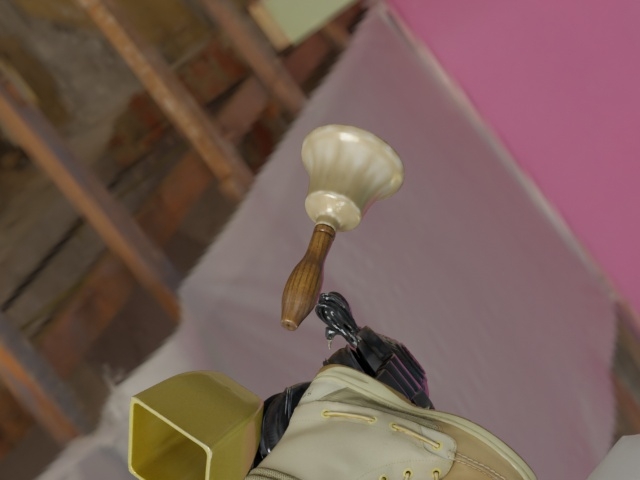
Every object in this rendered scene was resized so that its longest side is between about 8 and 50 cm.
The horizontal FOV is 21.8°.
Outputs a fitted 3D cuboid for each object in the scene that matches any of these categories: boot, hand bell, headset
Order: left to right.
[{"bbox_3d":[0.000,0.000,1.851,0.126,0.126,0.242,44,-130,-27],"label":"hand bell"},{"bbox_3d":[0.009,0.181,1.979,0.185,0.243,0.394,52,-157,-1],"label":"headset"},{"bbox_3d":[0.063,0.249,1.633,0.262,0.095,0.203,26,-132,16],"label":"boot"}]

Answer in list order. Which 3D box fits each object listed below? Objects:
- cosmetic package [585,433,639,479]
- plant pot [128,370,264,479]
[{"bbox_3d":[0.251,0.343,1.469,0.155,0.365,0.197,47,162,-5],"label":"cosmetic package"},{"bbox_3d":[-0.088,0.145,1.263,0.081,0.081,0.083,30,-136,27],"label":"plant pot"}]
